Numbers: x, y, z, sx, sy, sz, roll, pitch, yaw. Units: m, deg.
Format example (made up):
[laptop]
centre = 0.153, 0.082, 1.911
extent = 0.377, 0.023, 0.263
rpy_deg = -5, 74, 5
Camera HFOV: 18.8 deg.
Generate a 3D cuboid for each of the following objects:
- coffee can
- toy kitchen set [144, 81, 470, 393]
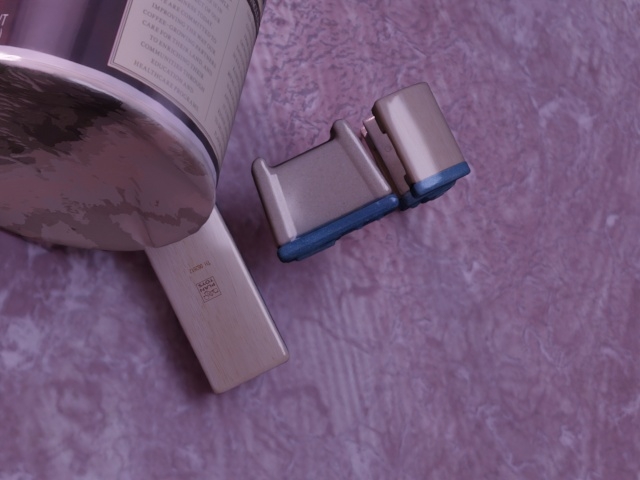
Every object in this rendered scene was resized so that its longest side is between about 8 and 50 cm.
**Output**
[coffee can]
centre = -0.127, -0.161, 1.141
extent = 0.201, 0.201, 0.275
rpy_deg = 27, 60, -25
[toy kitchen set]
centre = 0.000, 0.000, 1.265
extent = 0.207, 0.166, 0.122
rpy_deg = -25, 88, -2
